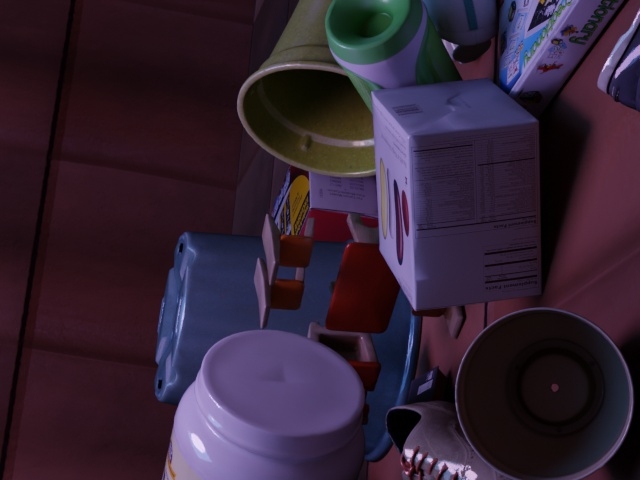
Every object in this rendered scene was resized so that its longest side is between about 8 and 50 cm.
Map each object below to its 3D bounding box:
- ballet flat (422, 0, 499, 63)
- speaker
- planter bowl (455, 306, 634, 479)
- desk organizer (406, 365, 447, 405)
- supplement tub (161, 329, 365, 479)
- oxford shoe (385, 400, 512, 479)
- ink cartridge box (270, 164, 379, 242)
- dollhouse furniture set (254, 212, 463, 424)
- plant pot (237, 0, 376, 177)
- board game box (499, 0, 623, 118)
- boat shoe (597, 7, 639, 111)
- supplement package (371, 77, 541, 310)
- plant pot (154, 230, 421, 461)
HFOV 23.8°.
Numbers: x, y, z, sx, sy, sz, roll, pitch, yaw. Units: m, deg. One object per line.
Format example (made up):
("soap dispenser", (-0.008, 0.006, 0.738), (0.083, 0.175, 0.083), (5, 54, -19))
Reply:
("ballet flat", (0.166, -0.292, 1.987), (0.400, 0.139, 0.139), (-103, 23, -85))
("speaker", (0.110, -0.191, 1.857), (0.296, 0.131, 0.131), (52, -147, -52))
("planter bowl", (0.215, 0.142, 1.422), (0.109, 0.162, 0.162), (4, -84, -74))
("desk organizer", (0.139, 0.223, 1.912), (0.047, 0.050, 0.130), (-33, 21, 28))
("supplement tub", (-0.077, 0.297, 1.871), (0.235, 0.236, 0.324), (-99, 19, -56))
("oxford shoe", (0.150, 0.267, 1.634), (0.348, 0.130, 0.123), (-129, 49, -74))
("ink cartridge box", (0.000, 0.000, 2.547), (0.309, 0.130, 0.271), (113, 161, -47))
("dollhouse furniture set", (0.048, 0.099, 1.934), (0.135, 0.262, 0.259), (-97, 15, -47))
("plant pot", (0.036, -0.280, 2.362), (0.276, 0.276, 0.253), (119, 168, -58))
("board game box", (0.272, -0.294, 1.677), (0.305, 0.053, 0.193), (120, 156, -60))
("boat shoe", (0.328, -0.202, 1.385), (0.065, 0.075, 0.206), (44, 132, 21))
("supplement package", (0.150, -0.056, 1.710), (0.194, 0.149, 0.203), (-117, 21, -68))
("plant pot", (-0.059, 0.134, 2.230), (0.341, 0.334, 0.341), (-170, 90, -77))
